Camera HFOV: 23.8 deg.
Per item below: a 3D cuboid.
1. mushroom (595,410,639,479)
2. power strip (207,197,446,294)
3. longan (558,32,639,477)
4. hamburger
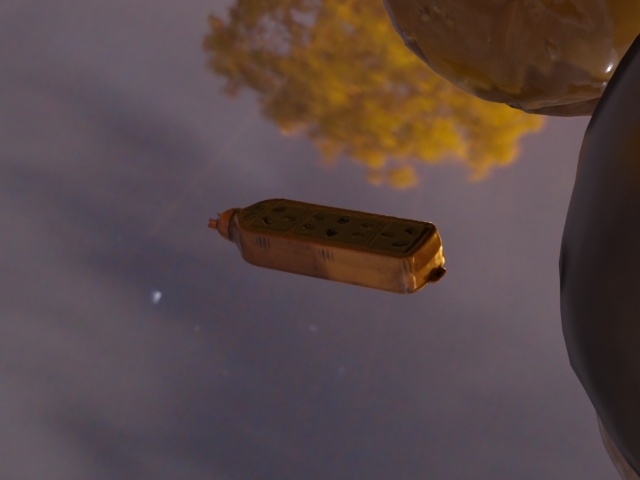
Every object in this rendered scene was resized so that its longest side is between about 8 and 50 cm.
[{"bbox_3d":[0.367,0.173,1.303,0.297,0.290,0.297,10,-138,-9],"label":"mushroom"},{"bbox_3d":[0.000,0.000,0.990,0.178,0.028,0.049,10,-142,32],"label":"power strip"},{"bbox_3d":[0.240,-0.003,0.613,0.297,0.297,0.297,19,-148,-13],"label":"longan"},{"bbox_3d":[0.153,-0.229,0.962,0.158,0.318,0.318,4,-143,-49],"label":"hamburger"}]
